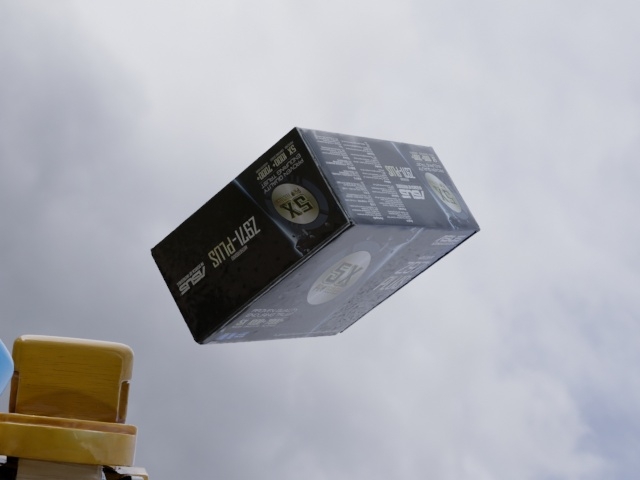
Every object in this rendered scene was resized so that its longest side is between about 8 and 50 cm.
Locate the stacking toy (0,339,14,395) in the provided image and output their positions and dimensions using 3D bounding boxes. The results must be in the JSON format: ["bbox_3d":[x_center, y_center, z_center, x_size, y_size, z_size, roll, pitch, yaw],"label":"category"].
[{"bbox_3d":[-0.436,0.173,1.296,0.175,0.166,0.302,41,-60,-10],"label":"stacking toy"}]

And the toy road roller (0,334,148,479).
[{"bbox_3d":[-0.299,0.239,1.697,0.202,0.241,0.329,7,-8,-8],"label":"toy road roller"}]

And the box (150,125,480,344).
[{"bbox_3d":[0.000,0.000,0.995,0.147,0.180,0.077,-38,-111,26],"label":"box"}]
